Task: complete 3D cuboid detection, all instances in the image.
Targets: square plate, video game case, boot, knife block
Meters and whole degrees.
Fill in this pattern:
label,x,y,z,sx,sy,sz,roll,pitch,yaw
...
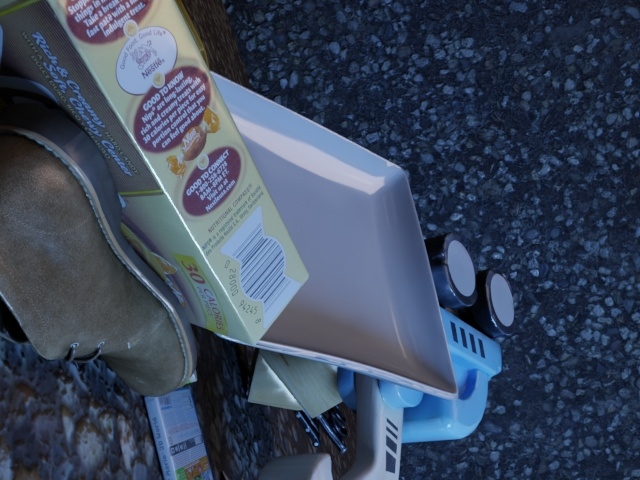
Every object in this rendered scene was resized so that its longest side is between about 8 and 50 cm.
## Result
label,x,y,z,sx,sy,sz,roll,pitch,yaw
square plate,0.000,0.000,0.879,0.344,0.049,0.347,21,46,-36
video game case,-0.135,0.234,0.780,0.119,0.015,0.166,54,19,-79
boot,-0.183,0.051,0.570,0.305,0.112,0.115,74,32,-49
knife block,0.015,0.191,1.187,0.088,0.242,0.276,-99,-160,-67

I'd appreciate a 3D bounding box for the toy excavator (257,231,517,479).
label,x,y,z,sx,sy,sz,roll,pitch,yaw
toy excavator,0.098,0.214,1.030,0.433,0.222,0.445,31,52,-46

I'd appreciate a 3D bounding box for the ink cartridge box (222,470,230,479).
label,x,y,z,sx,sy,sz,roll,pitch,yaw
ink cartridge box,-0.064,0.411,0.887,0.232,0.066,0.189,46,-17,46

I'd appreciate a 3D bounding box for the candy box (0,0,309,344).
label,x,y,z,sx,sy,sz,roll,pitch,yaw
candy box,-0.149,-0.070,0.578,0.087,0.183,0.316,-51,135,-31

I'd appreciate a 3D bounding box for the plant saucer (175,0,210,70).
label,x,y,z,sx,sy,sz,roll,pitch,yaw
plant saucer,-0.233,-0.277,1.172,0.333,0.081,0.333,65,9,-60

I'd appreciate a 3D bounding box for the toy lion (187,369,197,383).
label,x,y,z,sx,sy,sz,roll,pitch,yaw
toy lion,-0.162,0.111,0.860,0.096,0.034,0.100,103,-30,-83
